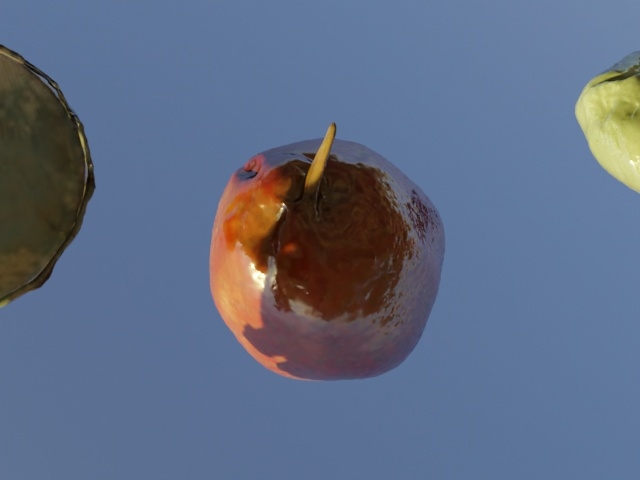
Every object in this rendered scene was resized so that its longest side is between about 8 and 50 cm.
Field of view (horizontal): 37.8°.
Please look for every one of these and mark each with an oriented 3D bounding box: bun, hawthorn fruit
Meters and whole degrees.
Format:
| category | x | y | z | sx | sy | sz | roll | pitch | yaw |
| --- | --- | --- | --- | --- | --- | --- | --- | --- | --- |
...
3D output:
| category | x | y | z | sx | sy | sz | roll | pitch | yaw |
| --- | --- | --- | --- | --- | --- | --- | --- | --- | --- |
| bun | 0.404 | -0.143 | 1.066 | 0.204 | 0.126 | 0.212 | -6 | -131 | -18 |
| hawthorn fruit | 0.000 | 0.000 | 0.783 | 0.210 | 0.262 | 0.210 | -5 | -123 | 8 |

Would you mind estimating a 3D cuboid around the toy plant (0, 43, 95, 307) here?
| category | x | y | z | sx | sy | sz | roll | pitch | yaw |
| --- | --- | --- | --- | --- | --- | --- | --- | --- | --- |
| toy plant | -0.364 | -0.067 | 0.865 | 0.247 | 0.332 | 0.247 | -4 | -81 | -27 |
